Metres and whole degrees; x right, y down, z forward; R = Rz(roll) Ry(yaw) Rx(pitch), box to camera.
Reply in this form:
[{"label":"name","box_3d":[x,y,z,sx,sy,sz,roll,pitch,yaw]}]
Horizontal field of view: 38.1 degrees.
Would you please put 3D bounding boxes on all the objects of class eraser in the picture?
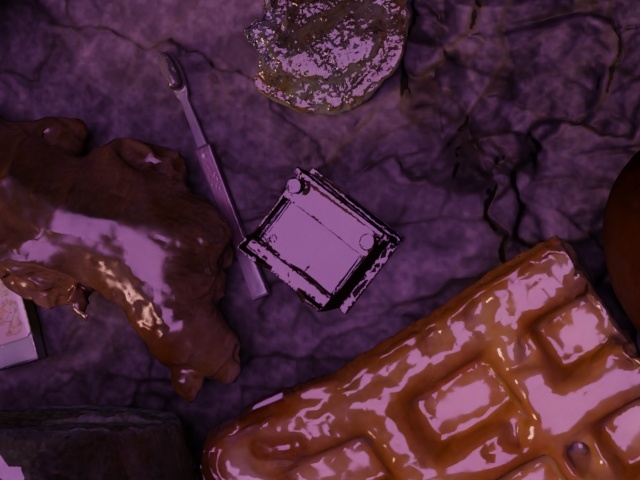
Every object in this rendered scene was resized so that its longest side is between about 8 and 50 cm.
[{"label":"eraser","box_3d":[-0.234,0.053,0.694,0.038,0.019,0.083,-16,86,7]}]

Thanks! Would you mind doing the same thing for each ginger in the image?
[{"label":"ginger","box_3d":[-0.184,-0.015,0.653,0.333,0.080,0.166,30,75,5]}]

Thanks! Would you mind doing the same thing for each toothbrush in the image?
[{"label":"toothbrush","box_3d":[-0.078,-0.049,0.672,0.014,0.017,0.194,-23,88,14]}]

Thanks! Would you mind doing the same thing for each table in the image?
[{"label":"table","box_3d":[0.000,0.000,0.624,0.083,0.082,0.070,38,95,8]}]

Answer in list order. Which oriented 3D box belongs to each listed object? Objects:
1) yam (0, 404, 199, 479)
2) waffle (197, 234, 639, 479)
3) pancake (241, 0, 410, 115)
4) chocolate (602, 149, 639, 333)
[{"label":"yam","box_3d":[-0.162,0.238,0.586,0.202,0.202,0.271,-2,88,2]},{"label":"waffle","box_3d":[0.125,0.207,0.603,0.304,0.077,0.348,-33,84,8]},{"label":"pancake","box_3d":[0.006,-0.152,0.657,0.116,0.022,0.129,20,92,7]},{"label":"chocolate","box_3d":[0.246,0.018,0.547,0.177,0.177,0.176,0,89,10]}]
